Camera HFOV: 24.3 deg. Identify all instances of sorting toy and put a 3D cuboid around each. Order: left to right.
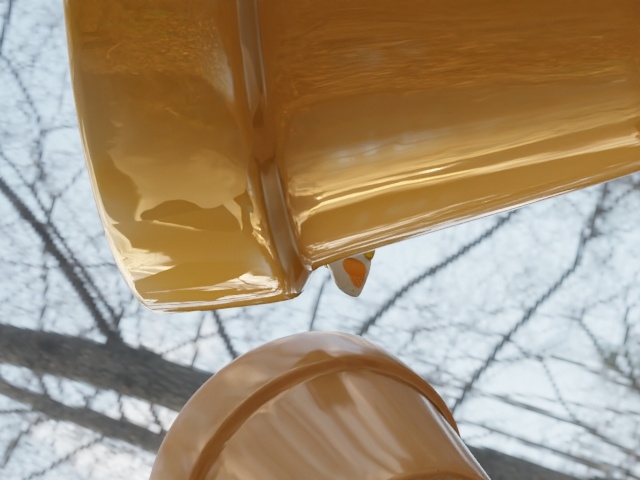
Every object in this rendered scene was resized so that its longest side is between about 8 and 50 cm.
[{"bbox_3d":[0.000,0.000,1.244,0.075,0.083,0.045,28,-79,-28],"label":"sorting toy"}]

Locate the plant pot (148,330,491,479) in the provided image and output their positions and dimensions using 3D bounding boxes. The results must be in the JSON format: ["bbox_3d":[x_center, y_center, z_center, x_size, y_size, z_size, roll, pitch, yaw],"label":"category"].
[{"bbox_3d":[0.026,0.241,1.223,0.291,0.203,0.291,-8,-72,-27],"label":"plant pot"}]

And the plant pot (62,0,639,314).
[{"bbox_3d":[0.023,-0.081,0.547,0.205,0.188,0.205,-4,-90,-84],"label":"plant pot"}]
